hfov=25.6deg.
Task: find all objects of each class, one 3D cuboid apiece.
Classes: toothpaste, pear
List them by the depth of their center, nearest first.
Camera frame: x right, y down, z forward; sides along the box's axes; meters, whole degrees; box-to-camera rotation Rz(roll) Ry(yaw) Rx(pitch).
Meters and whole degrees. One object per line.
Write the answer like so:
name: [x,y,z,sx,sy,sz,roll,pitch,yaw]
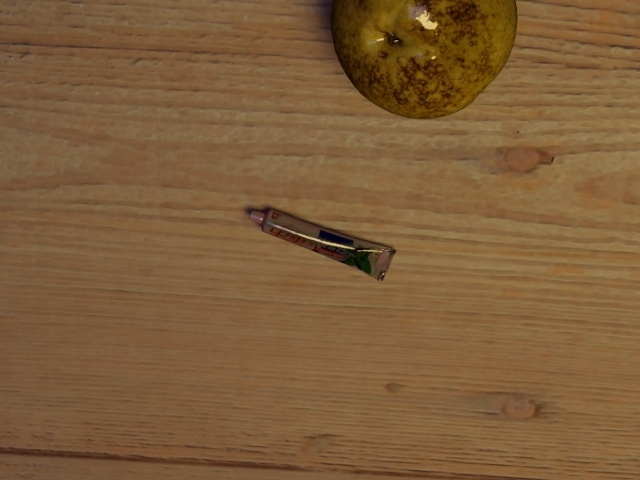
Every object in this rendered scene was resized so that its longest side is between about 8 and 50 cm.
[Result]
pear: [0.106,-0.222,1.441,0.197,0.197,0.197,1,107,4]
toothpaste: [0.000,0.000,1.597,0.170,0.028,0.045,20,114,-6]
